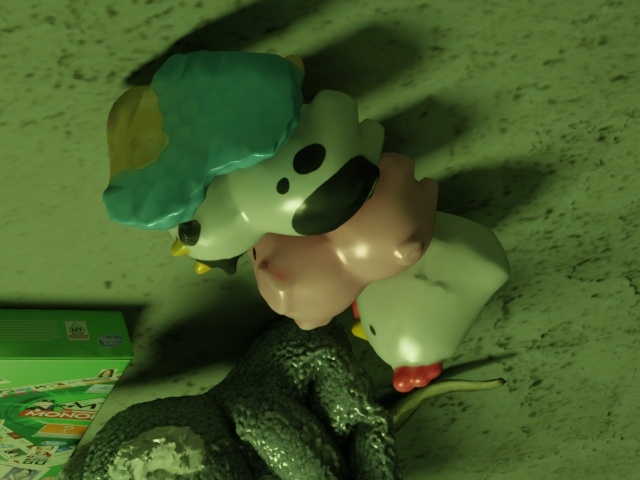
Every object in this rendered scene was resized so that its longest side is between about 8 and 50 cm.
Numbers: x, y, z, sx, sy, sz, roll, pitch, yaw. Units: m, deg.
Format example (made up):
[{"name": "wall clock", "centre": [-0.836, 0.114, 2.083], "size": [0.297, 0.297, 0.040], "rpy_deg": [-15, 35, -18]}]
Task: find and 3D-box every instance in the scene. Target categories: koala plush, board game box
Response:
[{"name": "koala plush", "centre": [-0.075, 0.161, 1.378], "size": [0.221, 0.203, 0.196], "rpy_deg": [-6, 174, -23]}, {"name": "board game box", "centre": [-0.318, 0.124, 1.346], "size": [0.317, 0.046, 0.213], "rpy_deg": [3, 142, -29]}]

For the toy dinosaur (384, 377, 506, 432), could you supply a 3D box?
[{"name": "toy dinosaur", "centre": [0.021, 0.176, 1.580], "size": [0.268, 0.064, 0.118], "rpy_deg": [-37, 158, 26]}]

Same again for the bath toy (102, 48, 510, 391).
[{"name": "bath toy", "centre": [0.000, 0.000, 1.244], "size": [0.151, 0.129, 0.348], "rpy_deg": [3, 161, 35]}]
